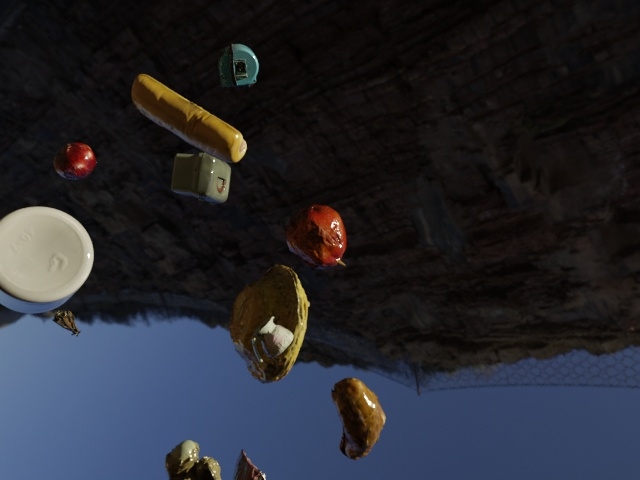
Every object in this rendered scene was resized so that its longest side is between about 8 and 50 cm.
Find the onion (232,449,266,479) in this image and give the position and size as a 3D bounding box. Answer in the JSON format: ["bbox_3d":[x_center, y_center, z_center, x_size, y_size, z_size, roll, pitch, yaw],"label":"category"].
[{"bbox_3d":[-0.210,0.833,1.720,0.146,0.314,0.280,-35,-172,-21],"label":"onion"}]

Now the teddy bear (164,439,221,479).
[{"bbox_3d":[-0.283,0.649,1.285,0.256,0.156,0.267,16,-111,29],"label":"teddy bear"}]

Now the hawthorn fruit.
[{"bbox_3d":[-0.011,-0.009,1.497,0.174,0.174,0.178,-19,-110,35],"label":"hawthorn fruit"}]

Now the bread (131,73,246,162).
[{"bbox_3d":[-0.323,-0.291,1.324,0.091,0.305,0.142,-58,177,-6],"label":"bread"}]

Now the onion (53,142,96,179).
[{"bbox_3d":[-0.797,-0.260,1.755,0.131,0.131,0.131,-30,-154,17],"label":"onion"}]

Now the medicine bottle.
[{"bbox_3d":[-0.661,0.061,1.255,0.208,0.208,0.340,-53,-164,-29],"label":"medicine bottle"}]

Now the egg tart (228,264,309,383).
[{"bbox_3d":[-0.212,0.292,1.982,0.443,0.178,0.442,-33,-131,50],"label":"egg tart"}]

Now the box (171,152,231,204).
[{"bbox_3d":[-0.368,-0.192,1.683,0.130,0.147,0.210,7,179,6],"label":"box"}]

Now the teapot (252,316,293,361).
[{"bbox_3d":[-0.100,0.192,1.050,0.083,0.064,0.064,-44,-173,-20],"label":"teapot"}]

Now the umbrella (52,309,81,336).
[{"bbox_3d":[-0.406,0.133,0.869,0.032,0.083,0.020,-23,-125,-16],"label":"umbrella"}]

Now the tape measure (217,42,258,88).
[{"bbox_3d":[-0.265,-0.562,1.742,0.125,0.146,0.081,-8,-145,-11],"label":"tape measure"}]

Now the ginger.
[{"bbox_3d":[0.135,0.621,1.859,0.173,0.321,0.165,-2,-161,15],"label":"ginger"}]
